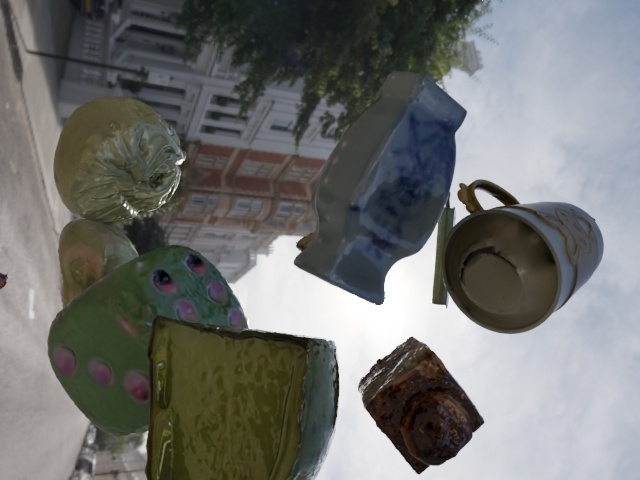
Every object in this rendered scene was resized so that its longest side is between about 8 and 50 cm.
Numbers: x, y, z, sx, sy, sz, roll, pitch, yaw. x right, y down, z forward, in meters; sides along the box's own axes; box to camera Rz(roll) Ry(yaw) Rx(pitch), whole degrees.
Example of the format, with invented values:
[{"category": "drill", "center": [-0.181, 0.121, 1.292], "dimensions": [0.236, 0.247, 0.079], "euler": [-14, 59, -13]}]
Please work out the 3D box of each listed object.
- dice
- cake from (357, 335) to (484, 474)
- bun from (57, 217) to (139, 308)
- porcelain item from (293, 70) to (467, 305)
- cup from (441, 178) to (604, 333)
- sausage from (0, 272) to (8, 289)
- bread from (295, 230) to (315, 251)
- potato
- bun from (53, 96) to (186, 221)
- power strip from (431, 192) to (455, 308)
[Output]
[{"category": "dice", "center": [-0.380, 0.220, 1.165], "dimensions": [0.330, 0.318, 0.322], "euler": [-34, -89, 27]}, {"category": "cake", "center": [0.198, 0.339, 1.058], "dimensions": [0.198, 0.196, 0.293], "euler": [52, 1, 6]}, {"category": "bun", "center": [-0.618, 0.096, 1.450], "dimensions": [0.361, 0.213, 0.360], "euler": [176, -90, -70]}, {"category": "porcelain item", "center": [0.111, -0.097, 0.954], "dimensions": [0.179, 0.243, 0.404], "euler": [16, -100, 61]}, {"category": "cup", "center": [0.310, 0.003, 0.795], "dimensions": [0.185, 0.226, 0.241], "euler": [-43, -112, 46]}, {"category": "sausage", "center": [-0.511, 0.076, 0.733], "dimensions": [0.034, 0.129, 0.034], "euler": [11, -65, 25]}, {"category": "bread", "center": [0.000, 0.000, 1.311], "dimensions": [0.044, 0.126, 0.129], "euler": [66, 14, -7]}, {"category": "potato", "center": [-0.091, 0.264, 0.721], "dimensions": [0.331, 0.213, 0.279], "euler": [-3, -107, 40]}, {"category": "bun", "center": [-0.321, -0.124, 0.850], "dimensions": [0.229, 0.145, 0.229], "euler": [-67, 168, 0]}, {"category": "power strip", "center": [0.282, 0.020, 1.154], "dimensions": [0.092, 0.035, 0.267], "euler": [10, 85, -71]}]
